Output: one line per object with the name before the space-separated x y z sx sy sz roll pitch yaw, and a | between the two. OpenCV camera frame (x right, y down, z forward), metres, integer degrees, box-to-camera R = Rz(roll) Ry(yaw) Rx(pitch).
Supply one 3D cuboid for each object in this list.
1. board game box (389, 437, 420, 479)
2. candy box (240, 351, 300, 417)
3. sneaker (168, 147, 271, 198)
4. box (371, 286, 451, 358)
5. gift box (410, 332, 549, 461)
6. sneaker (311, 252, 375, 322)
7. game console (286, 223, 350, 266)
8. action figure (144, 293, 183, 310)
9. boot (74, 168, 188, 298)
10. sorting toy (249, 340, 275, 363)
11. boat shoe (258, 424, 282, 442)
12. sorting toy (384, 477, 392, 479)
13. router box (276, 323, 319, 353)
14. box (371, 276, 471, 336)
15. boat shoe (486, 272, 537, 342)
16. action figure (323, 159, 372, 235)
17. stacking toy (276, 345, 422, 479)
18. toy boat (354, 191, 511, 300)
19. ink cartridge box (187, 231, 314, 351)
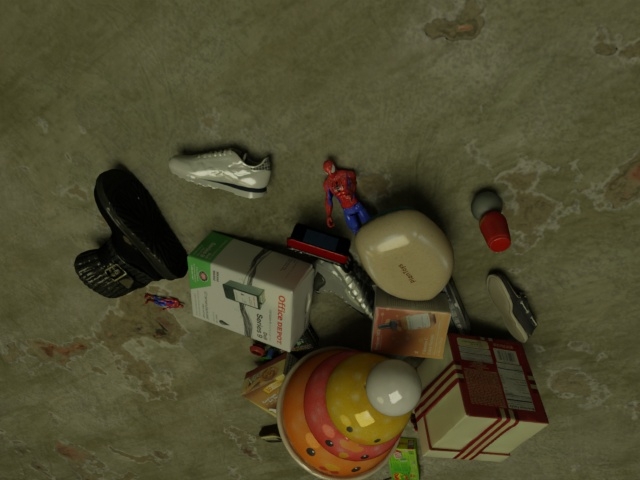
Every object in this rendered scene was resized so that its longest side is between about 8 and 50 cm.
board game box | 0.268 0.707 1.822 0.092 0.043 0.181 -2 125 16
candy box | -0.055 0.469 1.677 0.183 0.088 0.316 -33 121 31
sneaker | -0.226 -0.169 1.283 0.235 0.090 0.095 12 115 0
box | 0.208 0.193 1.332 0.170 0.091 0.130 4 115 3
gift box | 0.380 0.387 1.422 0.255 0.276 0.258 14 134 -12
sneaker | 0.057 0.125 1.430 0.132 0.086 0.229 -24 108 34
game console | 0.000 0.000 1.309 0.144 0.124 0.085 18 137 1
action figure | -0.447 0.179 1.621 0.115 0.030 0.038 8 122 6
boot | -0.528 0.000 1.442 0.260 0.131 0.348 -13 122 22
sorting toy | -0.158 0.323 1.653 0.061 0.042 0.102 -12 136 40
boat shoe | -0.131 0.637 1.868 0.152 0.056 0.049 -12 127 33
sorting toy | 0.264 0.911 1.984 0.193 0.038 0.208 -35 107 32
router box | -0.078 0.266 1.585 0.122 0.038 0.092 -14 121 23
box | 0.254 0.160 1.413 0.183 0.056 0.231 -15 120 23
boat shoe | 0.464 0.150 1.366 0.065 0.075 0.206 -36 112 -14
action figure | 0.072 -0.046 1.261 0.091 0.139 0.280 -19 117 24
stacking toy | 0.099 0.374 1.341 0.350 0.351 0.480 23 152 -3
toy boat | 0.245 0.002 1.219 0.318 0.148 0.267 -20 132 17
ink cartridge box | -0.174 0.127 1.422 0.289 0.121 0.211 17 128 17
